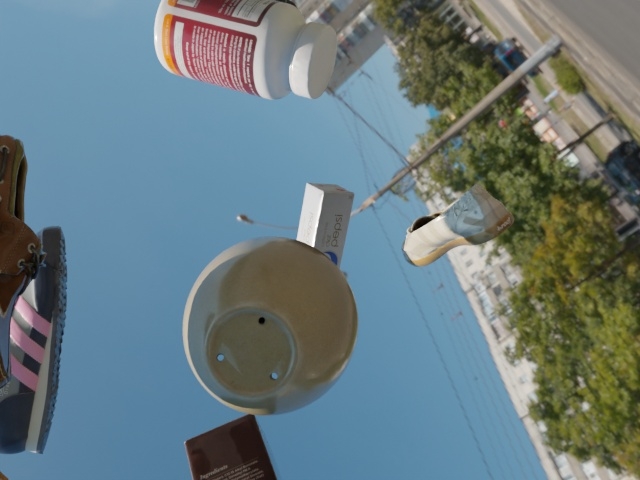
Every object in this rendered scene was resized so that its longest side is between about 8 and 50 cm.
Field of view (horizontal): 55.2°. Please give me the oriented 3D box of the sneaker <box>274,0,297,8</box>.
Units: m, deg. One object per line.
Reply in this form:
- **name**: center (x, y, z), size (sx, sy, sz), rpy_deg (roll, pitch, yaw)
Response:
- **sneaker**: center (-0.077, -0.369, 0.960), size (0.072, 0.077, 0.178), rpy_deg (36, 178, -33)

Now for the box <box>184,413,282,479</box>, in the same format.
- **box**: center (-0.095, 0.501, 0.990), size (0.191, 0.143, 0.381), rpy_deg (78, 166, -46)

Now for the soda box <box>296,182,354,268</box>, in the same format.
- **soda box**: center (0.000, 0.000, 1.196), size (0.073, 0.216, 0.069), rpy_deg (0, -161, -32)

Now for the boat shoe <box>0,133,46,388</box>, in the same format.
- **boat shoe**: center (-0.357, 0.012, 0.670), size (0.104, 0.111, 0.307), rpy_deg (-8, -107, -25)

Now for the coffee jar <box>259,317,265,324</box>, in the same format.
- **coffee jar**: center (-0.062, 0.136, 0.964), size (0.079, 0.184, 0.096), rpy_deg (-69, -28, -60)

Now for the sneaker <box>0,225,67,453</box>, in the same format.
- **sneaker**: center (-0.427, 0.130, 0.848), size (0.131, 0.112, 0.319), rpy_deg (6, -104, -16)

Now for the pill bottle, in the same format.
- **pill bottle**: center (-0.067, -0.178, 0.559), size (0.152, 0.086, 0.086), rpy_deg (19, -163, 15)

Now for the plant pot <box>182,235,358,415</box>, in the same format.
- **plant pot**: center (-0.086, 0.144, 0.917), size (0.284, 0.284, 0.191), rpy_deg (49, -173, -1)

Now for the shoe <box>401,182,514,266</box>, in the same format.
- **shoe**: center (0.152, -0.019, 0.746), size (0.058, 0.076, 0.219), rpy_deg (49, 159, -4)

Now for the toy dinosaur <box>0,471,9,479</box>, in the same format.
- **toy dinosaur**: center (-0.396, 0.335, 0.756), size (0.112, 0.211, 0.064), rpy_deg (54, 167, 15)
